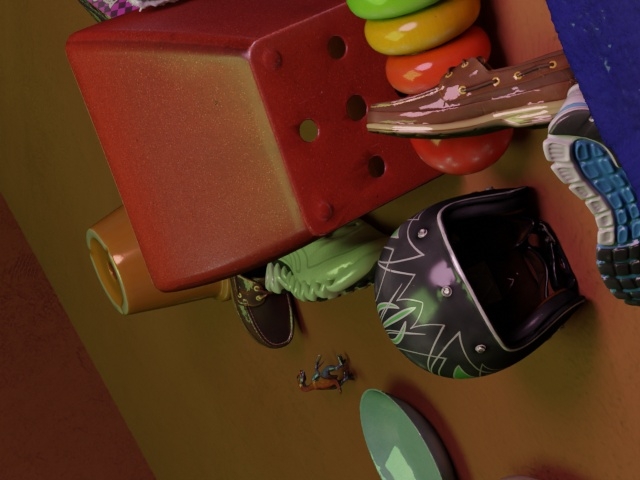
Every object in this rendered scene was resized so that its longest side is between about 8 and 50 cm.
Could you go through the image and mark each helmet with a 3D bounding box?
[{"bbox_3d":[0.125,0.040,1.292,0.169,0.161,0.169,51,155,35],"label":"helmet"}]

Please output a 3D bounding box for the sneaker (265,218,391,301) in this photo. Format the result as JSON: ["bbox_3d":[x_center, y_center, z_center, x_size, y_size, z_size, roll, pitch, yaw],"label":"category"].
[{"bbox_3d":[0.000,0.000,1.663,0.292,0.110,0.118,4,108,67],"label":"sneaker"}]

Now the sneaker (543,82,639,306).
[{"bbox_3d":[0.226,-0.036,1.116,0.190,0.071,0.083,62,-154,-27],"label":"sneaker"}]

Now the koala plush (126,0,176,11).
[{"bbox_3d":[-0.090,-0.308,1.358,0.203,0.221,0.196,56,157,25],"label":"koala plush"}]

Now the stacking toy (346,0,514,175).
[{"bbox_3d":[0.077,-0.206,1.221,0.141,0.141,0.330,24,141,62],"label":"stacking toy"}]

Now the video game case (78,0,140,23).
[{"bbox_3d":[-0.198,-0.229,1.853,0.210,0.042,0.232,47,175,-40],"label":"video game case"}]

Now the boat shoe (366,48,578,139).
[{"bbox_3d":[0.121,-0.112,1.171,0.064,0.178,0.060,-4,-92,-70],"label":"boat shoe"}]

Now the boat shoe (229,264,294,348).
[{"bbox_3d":[-0.083,0.045,1.952,0.207,0.073,0.073,69,162,-8],"label":"boat shoe"}]

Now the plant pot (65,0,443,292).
[{"bbox_3d":[-0.033,-0.118,1.413,0.236,0.267,0.267,0,113,55],"label":"plant pot"}]

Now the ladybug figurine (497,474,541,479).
[{"bbox_3d":[0.245,0.414,1.408,0.449,0.162,0.305,50,155,38],"label":"ladybug figurine"}]

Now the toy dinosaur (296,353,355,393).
[{"bbox_3d":[-0.001,0.172,1.894,0.082,0.090,0.047,-31,95,26],"label":"toy dinosaur"}]

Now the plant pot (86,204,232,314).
[{"bbox_3d":[-0.207,0.007,2.054,0.205,0.188,0.205,52,156,35],"label":"plant pot"}]

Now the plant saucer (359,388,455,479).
[{"bbox_3d":[0.111,0.253,1.750,0.195,0.037,0.195,52,157,34],"label":"plant saucer"}]

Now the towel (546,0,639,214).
[{"bbox_3d":[0.260,-0.098,0.944,0.308,0.076,0.228,65,153,4],"label":"towel"}]
